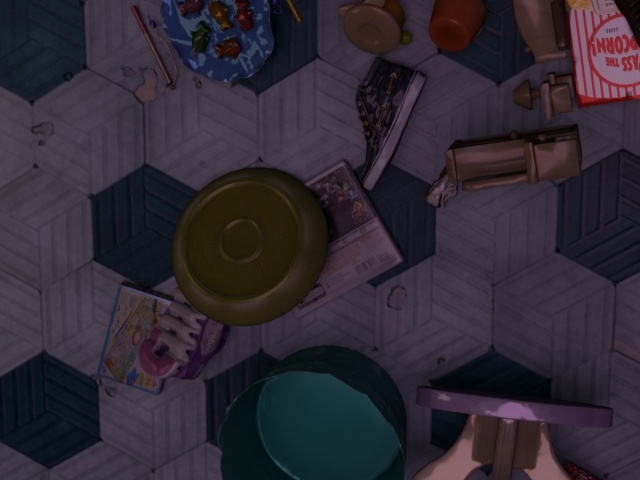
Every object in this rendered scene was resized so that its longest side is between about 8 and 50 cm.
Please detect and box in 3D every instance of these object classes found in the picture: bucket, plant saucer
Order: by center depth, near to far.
[{"bbox_3d":[-0.109,0.003,1.897,0.241,0.037,0.241,-4,73,14],"label":"plant saucer"},{"bbox_3d":[-0.001,0.294,1.922,0.281,0.183,0.281,2,102,10],"label":"bucket"}]

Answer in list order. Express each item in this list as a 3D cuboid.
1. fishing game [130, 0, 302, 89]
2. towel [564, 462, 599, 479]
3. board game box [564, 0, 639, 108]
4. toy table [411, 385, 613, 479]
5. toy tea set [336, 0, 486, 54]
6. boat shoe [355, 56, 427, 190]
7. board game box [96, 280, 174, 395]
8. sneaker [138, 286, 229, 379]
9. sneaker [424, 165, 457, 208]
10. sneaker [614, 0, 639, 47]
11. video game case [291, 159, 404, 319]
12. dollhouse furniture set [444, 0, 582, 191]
[{"bbox_3d":[-0.152,-0.306,1.849,0.264,0.041,0.189,-17,104,35],"label":"fishing game"},{"bbox_3d":[0.434,0.476,1.963,0.275,0.031,0.199,32,107,4],"label":"towel"},{"bbox_3d":[0.413,-0.287,1.796,0.147,0.045,0.193,-8,100,12],"label":"board game box"},{"bbox_3d":[0.265,0.299,1.859,0.274,0.252,0.161,6,87,21],"label":"toy table"},{"bbox_3d":[0.079,-0.379,1.805,0.336,0.124,0.200,40,141,-19],"label":"toy tea set"},{"bbox_3d":[0.079,-0.168,1.874,0.083,0.065,0.183,24,98,5],"label":"boat shoe"},{"bbox_3d":[-0.276,0.150,2.019,0.103,0.026,0.154,18,104,6],"label":"board game box"},{"bbox_3d":[-0.171,0.112,1.966,0.095,0.104,0.236,29,85,39],"label":"sneaker"},{"bbox_3d":[0.187,-0.083,1.890,0.037,0.032,0.083,33,111,-12],"label":"sneaker"},{"bbox_3d":[0.436,-0.294,1.728,0.066,0.071,0.188,-27,97,14],"label":"sneaker"},{"bbox_3d":[0.000,0.000,1.942,0.190,0.022,0.173,-29,96,15],"label":"video game case"},{"bbox_3d":[0.229,-0.262,1.701,0.174,0.303,0.355,-8,100,13],"label":"dollhouse furniture set"}]
